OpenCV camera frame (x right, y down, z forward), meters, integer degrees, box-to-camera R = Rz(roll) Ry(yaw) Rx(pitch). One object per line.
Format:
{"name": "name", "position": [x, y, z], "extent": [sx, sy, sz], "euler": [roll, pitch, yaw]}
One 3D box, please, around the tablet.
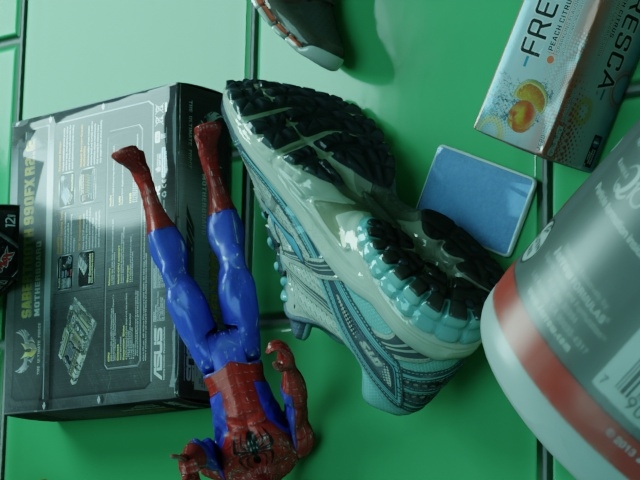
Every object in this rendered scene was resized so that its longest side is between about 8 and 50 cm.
{"name": "tablet", "position": [0.100, -0.026, 1.236], "extent": [0.083, 0.006, 0.054], "euler": [24, 96, 39]}

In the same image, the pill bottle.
{"name": "pill bottle", "position": [0.267, -0.024, 0.966], "extent": [0.363, 0.210, 0.210], "euler": [-51, 55, 19]}

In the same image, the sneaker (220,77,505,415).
{"name": "sneaker", "position": [0.000, 0.000, 1.250], "extent": [0.283, 0.110, 0.122], "euler": [53, 129, 38]}

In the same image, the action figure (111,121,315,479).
{"name": "action figure", "position": [-0.068, 0.061, 1.249], "extent": [0.091, 0.139, 0.280], "euler": [-17, 85, 0]}

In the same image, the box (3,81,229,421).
{"name": "box", "position": [-0.151, 0.013, 1.401], "extent": [0.183, 0.056, 0.231], "euler": [-10, 75, 39]}

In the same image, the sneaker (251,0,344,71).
{"name": "sneaker", "position": [-0.015, -0.189, 1.329], "extent": [0.065, 0.061, 0.158], "euler": [-39, 60, 20]}

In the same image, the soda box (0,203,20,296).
{"name": "soda box", "position": [-0.270, 0.017, 1.448], "extent": [0.169, 0.053, 0.060], "euler": [148, 124, -68]}

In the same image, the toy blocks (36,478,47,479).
{"name": "toy blocks", "position": [-0.271, 0.344, 1.374], "extent": [0.381, 0.191, 0.261], "euler": [48, 124, 28]}

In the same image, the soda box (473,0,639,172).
{"name": "soda box", "position": [0.163, -0.138, 1.168], "extent": [0.058, 0.063, 0.183], "euler": [27, 98, 40]}
